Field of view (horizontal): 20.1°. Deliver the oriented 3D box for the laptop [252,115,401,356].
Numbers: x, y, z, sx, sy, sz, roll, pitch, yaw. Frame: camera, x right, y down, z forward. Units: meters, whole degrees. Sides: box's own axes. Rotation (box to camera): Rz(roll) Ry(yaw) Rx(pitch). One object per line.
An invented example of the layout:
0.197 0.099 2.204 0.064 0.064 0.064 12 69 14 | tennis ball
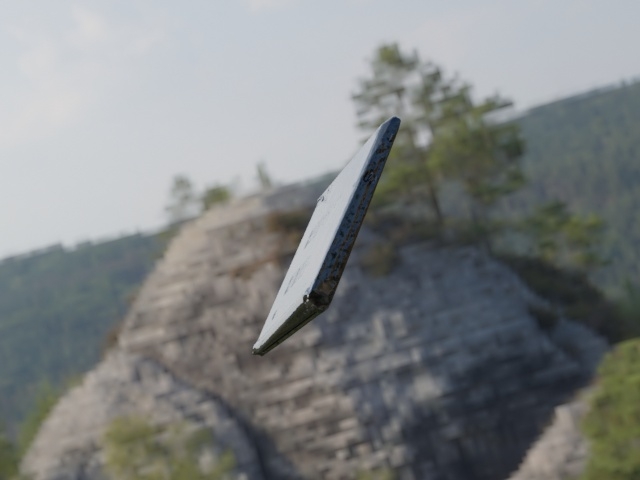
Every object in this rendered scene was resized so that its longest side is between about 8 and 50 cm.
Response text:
0.000 0.000 1.168 0.016 0.135 0.197 25 -18 -7 | laptop
